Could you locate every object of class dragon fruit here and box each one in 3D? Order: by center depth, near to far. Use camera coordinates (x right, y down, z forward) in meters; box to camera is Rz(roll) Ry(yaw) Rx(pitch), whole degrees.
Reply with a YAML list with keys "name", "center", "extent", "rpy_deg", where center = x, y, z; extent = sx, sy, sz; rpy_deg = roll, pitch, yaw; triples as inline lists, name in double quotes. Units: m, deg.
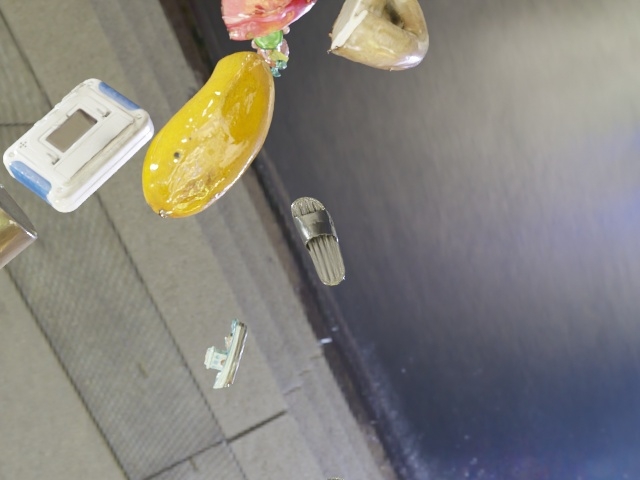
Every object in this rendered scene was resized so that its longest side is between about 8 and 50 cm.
- name: "dragon fruit"
  center: [-0.079, -0.473, 1.627]
  extent: [0.189, 0.163, 0.261]
  rpy_deg: [16, 65, -10]

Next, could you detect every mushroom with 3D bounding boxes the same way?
- name: "mushroom"
  center: [0.110, -0.356, 1.590]
  extent: [0.151, 0.156, 0.285]
  rpy_deg: [27, 35, -13]

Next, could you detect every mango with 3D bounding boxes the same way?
- name: "mango"
  center: [-0.194, -0.191, 1.762]
  extent: [0.359, 0.187, 0.144]
  rpy_deg: [-55, 143, -11]

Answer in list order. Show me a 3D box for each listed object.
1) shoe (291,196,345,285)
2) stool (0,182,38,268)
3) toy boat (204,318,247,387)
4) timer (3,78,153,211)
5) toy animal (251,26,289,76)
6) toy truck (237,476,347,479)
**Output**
- name: "shoe"
  center: [0.000, 0.000, 1.633]
  extent: [0.053, 0.062, 0.159]
  rpy_deg: [-102, 171, -88]
- name: "stool"
  center: [-0.566, 0.012, 1.400]
  extent: [0.179, 0.264, 0.179]
  rpy_deg: [49, -4, 5]
- name: "toy boat"
  center: [-0.183, 0.216, 1.840]
  extent: [0.059, 0.066, 0.139]
  rpy_deg: [-101, -154, -78]
- name: "timer"
  center: [-0.458, -0.188, 1.840]
  extent: [0.253, 0.178, 0.078]
  rpy_deg: [-49, 160, -21]
- name: "toy animal"
  center: [-0.108, -0.407, 2.108]
  extent: [0.208, 0.100, 0.103]
  rpy_deg: [135, -65, -74]
- name: "toy truck"
  center: [-0.065, 0.481, 1.419]
  extent: [0.388, 0.207, 0.173]
  rpy_deg: [6, 116, -36]
